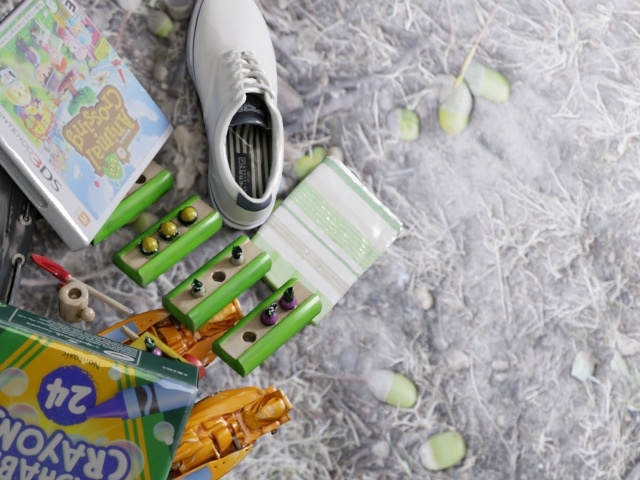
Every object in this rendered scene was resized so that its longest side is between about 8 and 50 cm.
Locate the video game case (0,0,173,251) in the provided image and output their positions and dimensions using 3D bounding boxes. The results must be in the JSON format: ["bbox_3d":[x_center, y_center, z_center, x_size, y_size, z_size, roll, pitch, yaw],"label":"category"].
[{"bbox_3d":[-0.237,-0.122,1.473,0.193,0.023,0.212,53,35,-18],"label":"video game case"}]

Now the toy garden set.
[{"bbox_3d":[-0.152,0.036,1.485,0.244,0.049,0.204,39,58,19],"label":"toy garden set"}]

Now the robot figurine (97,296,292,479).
[{"bbox_3d":[-0.183,0.169,1.488,0.291,0.085,0.211,-26,86,-25],"label":"robot figurine"}]

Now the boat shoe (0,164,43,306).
[{"bbox_3d":[-0.303,-0.029,1.475,0.113,0.127,0.340,34,49,-39],"label":"boat shoe"}]

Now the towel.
[{"bbox_3d":[0.000,0.000,1.638,0.113,0.023,0.152,45,68,-4],"label":"towel"}]

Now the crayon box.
[{"bbox_3d":[-0.250,0.233,1.361,0.203,0.083,0.323,19,97,-6],"label":"crayon box"}]

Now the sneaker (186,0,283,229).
[{"bbox_3d":[-0.074,-0.143,1.600,0.094,0.091,0.258,-5,79,-22],"label":"sneaker"}]
